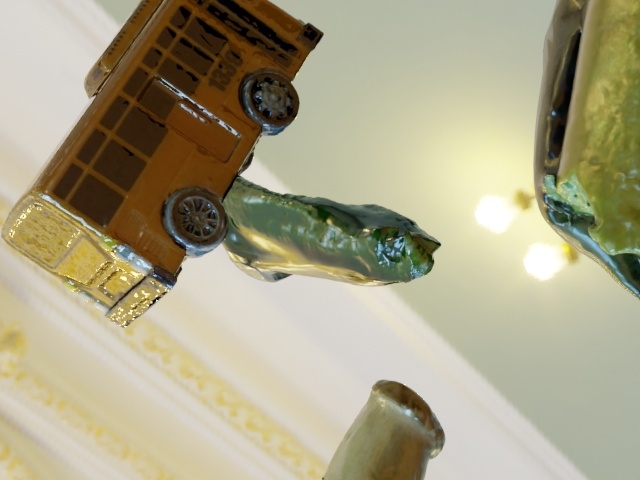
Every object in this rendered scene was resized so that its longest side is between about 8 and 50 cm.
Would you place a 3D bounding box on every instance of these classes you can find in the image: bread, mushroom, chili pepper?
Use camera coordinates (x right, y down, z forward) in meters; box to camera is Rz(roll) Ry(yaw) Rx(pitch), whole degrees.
[{"bbox_3d":[0.311,-0.142,1.117,0.208,0.251,0.376,93,-172,-80],"label":"bread"},{"bbox_3d":[0.027,0.266,1.188,0.107,0.087,0.333,58,-139,-38],"label":"mushroom"},{"bbox_3d":[0.001,-0.003,0.965,0.108,0.216,0.062,24,-102,-35],"label":"chili pepper"}]

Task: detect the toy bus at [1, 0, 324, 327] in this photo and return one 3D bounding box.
[{"bbox_3d":[-0.092,-0.062,0.814,0.114,0.098,0.201,35,-119,-11],"label":"toy bus"}]
